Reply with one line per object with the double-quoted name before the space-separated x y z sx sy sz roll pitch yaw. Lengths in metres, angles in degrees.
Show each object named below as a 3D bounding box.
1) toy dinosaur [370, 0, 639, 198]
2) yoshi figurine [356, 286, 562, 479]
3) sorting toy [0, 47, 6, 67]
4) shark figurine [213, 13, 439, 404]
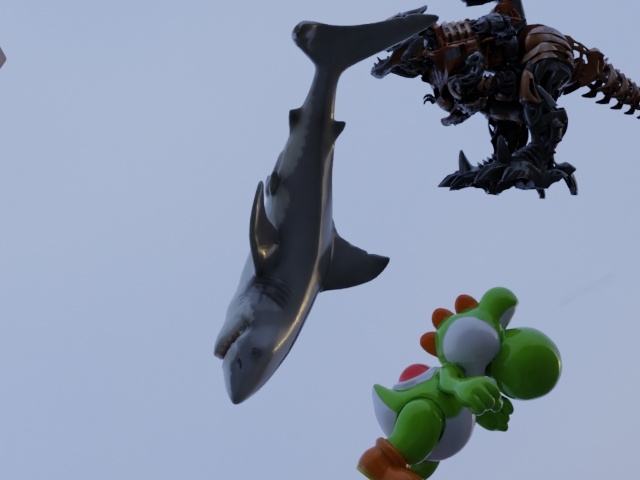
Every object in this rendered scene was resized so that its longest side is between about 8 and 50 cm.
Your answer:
"toy dinosaur" 0.216 -0.162 0.681 0.322 0.164 0.218 8 -90 16
"yoshi figurine" 0.223 0.235 0.897 0.203 0.204 0.362 44 -111 -16
"sorting toy" -0.312 -0.060 0.417 0.041 0.229 0.307 16 -116 4
"shark figurine" 0.006 -0.023 0.473 0.116 0.166 0.278 16 -91 -3
